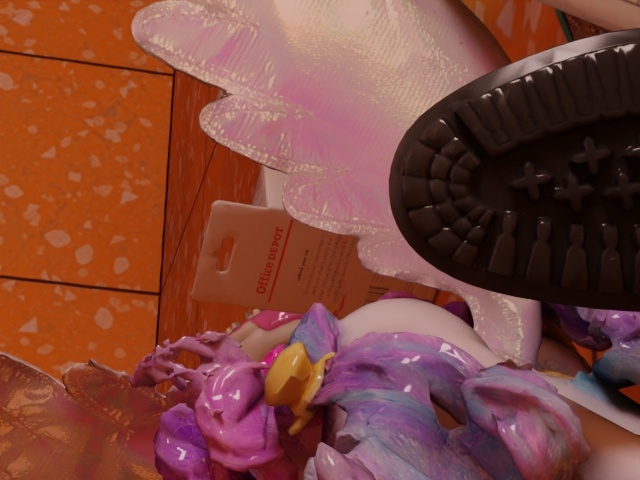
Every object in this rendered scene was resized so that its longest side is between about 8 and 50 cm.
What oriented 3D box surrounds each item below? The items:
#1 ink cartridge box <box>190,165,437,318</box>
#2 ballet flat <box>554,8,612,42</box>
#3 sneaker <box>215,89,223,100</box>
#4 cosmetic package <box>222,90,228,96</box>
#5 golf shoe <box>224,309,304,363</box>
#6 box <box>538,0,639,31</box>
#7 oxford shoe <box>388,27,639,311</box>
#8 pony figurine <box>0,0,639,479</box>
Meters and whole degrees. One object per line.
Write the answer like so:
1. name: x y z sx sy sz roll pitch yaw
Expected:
1. ink cartridge box: 0.000 0.000 1.145 0.061 0.181 0.104 -96 18 -47
2. ballet flat: 0.163 -0.081 0.746 0.067 0.073 0.206 -41 38 31
3. sneaker: -0.105 -0.209 1.942 0.292 0.108 0.169 -160 80 -76
4. cosmetic package: -0.005 -0.277 1.458 0.296 0.129 0.153 109 164 -47
5. golf shoe: -0.053 0.175 1.549 0.140 0.115 0.306 61 147 26
6. box: 0.077 -0.196 0.653 0.311 0.121 0.148 31 120 35
7. oxford shoe: 0.128 -0.025 0.476 0.096 0.227 0.082 -178 80 -80
8. pony figurine: 0.039 0.066 0.600 0.302 0.351 0.363 -59 19 9
